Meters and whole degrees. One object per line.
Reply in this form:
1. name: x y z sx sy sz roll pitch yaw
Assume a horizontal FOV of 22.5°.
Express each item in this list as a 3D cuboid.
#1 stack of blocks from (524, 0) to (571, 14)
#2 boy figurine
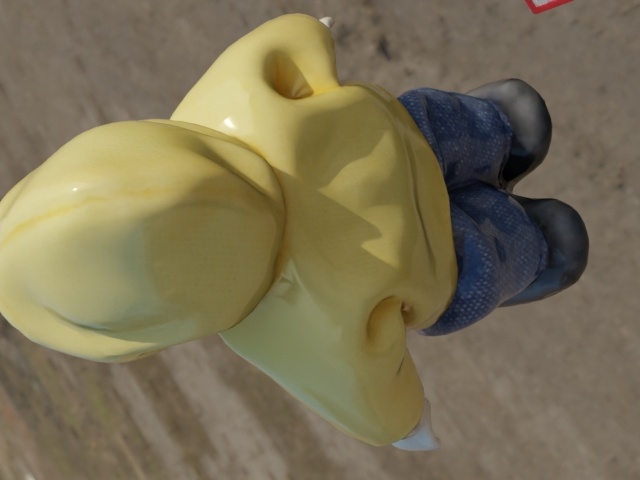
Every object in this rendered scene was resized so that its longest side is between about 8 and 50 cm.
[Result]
1. stack of blocks: 0.150 -0.308 1.014 0.087 0.297 0.171 -17 128 32
2. boy figurine: 0.000 0.000 0.609 0.092 0.285 0.177 -22 84 38
